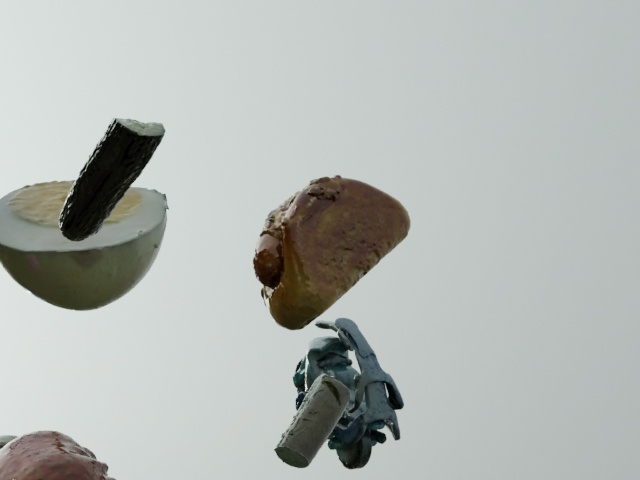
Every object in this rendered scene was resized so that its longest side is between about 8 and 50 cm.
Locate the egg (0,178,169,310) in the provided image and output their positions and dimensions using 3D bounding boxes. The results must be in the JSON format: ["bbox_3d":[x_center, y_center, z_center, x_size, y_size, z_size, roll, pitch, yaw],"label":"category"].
[{"bbox_3d":[-0.433,0.026,2.359,0.337,0.337,0.201,19,-57,37],"label":"egg"}]

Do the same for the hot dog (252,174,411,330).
[{"bbox_3d":[0.000,0.000,1.807,0.153,0.256,0.150,49,-39,1],"label":"hot dog"}]

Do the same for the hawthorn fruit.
[{"bbox_3d":[-0.281,0.287,1.260,0.179,0.200,0.179,51,-15,20],"label":"hawthorn fruit"}]

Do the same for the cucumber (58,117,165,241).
[{"bbox_3d":[-0.299,-0.082,1.796,0.074,0.074,0.241,38,-57,-2],"label":"cucumber"}]

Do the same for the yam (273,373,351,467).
[{"bbox_3d":[-0.008,0.229,1.651,0.054,0.132,0.054,20,-40,18],"label":"yam"}]

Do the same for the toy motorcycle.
[{"bbox_3d":[0.037,0.253,2.230,0.260,0.154,0.206,55,-44,42],"label":"toy motorcycle"}]

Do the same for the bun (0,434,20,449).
[{"bbox_3d":[-0.433,0.339,1.855,0.138,0.138,0.094,32,15,12],"label":"bun"}]
